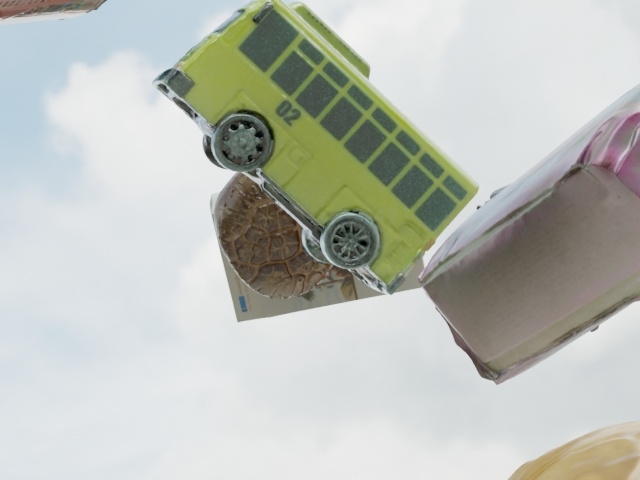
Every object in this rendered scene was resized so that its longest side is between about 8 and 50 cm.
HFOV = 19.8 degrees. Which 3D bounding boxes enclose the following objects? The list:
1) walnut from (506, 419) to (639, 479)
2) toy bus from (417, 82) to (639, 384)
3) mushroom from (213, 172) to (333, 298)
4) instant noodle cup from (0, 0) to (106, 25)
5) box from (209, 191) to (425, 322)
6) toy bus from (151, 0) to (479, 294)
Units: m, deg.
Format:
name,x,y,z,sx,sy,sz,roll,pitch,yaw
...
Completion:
name,x,y,z,sx,sy,sz,roll,pitch,yaw
walnut,0.149,0.144,0.698,0.207,0.159,0.159,3,-33,-17
toy bus,0.246,-0.005,1.644,0.162,0.171,0.386,-43,0,-34
mushroom,-0.038,-0.010,1.623,0.109,0.085,0.126,-34,-74,24
instant noodle cup,-0.279,-0.262,1.367,0.231,0.243,0.243,-9,-22,-49
box,-0.001,0.000,2.143,0.233,0.067,0.149,-11,-68,3
toy bus,-0.004,-0.058,1.030,0.101,0.175,0.088,-47,8,-3
